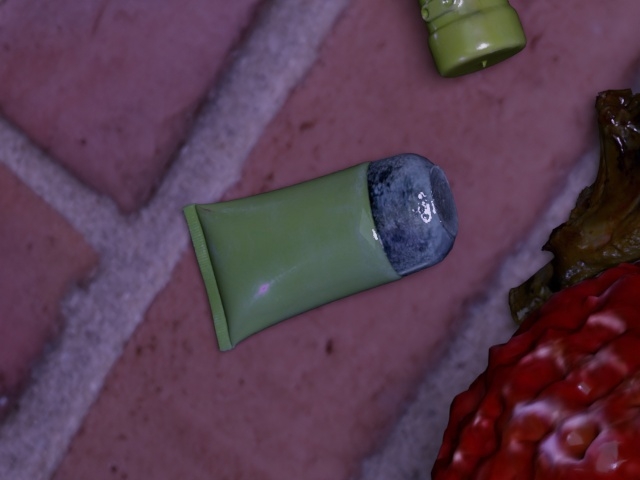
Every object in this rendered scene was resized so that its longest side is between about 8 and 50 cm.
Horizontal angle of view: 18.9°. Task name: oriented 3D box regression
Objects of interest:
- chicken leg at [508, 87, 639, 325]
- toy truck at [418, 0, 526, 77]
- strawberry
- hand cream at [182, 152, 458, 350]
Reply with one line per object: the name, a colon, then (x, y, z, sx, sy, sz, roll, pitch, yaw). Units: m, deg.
chicken leg: (0.164, -0.023, 1.082, 0.093, 0.070, 0.178, 48, 118, 22)
toy truck: (0.095, -0.217, 1.070, 0.210, 0.148, 0.187, -45, 71, 40)
strawberry: (0.221, 0.116, 0.929, 0.292, 0.292, 0.310, 46, 110, 16)
hand cream: (0.000, 0.000, 1.163, 0.175, 0.046, 0.095, -18, 85, 30)
